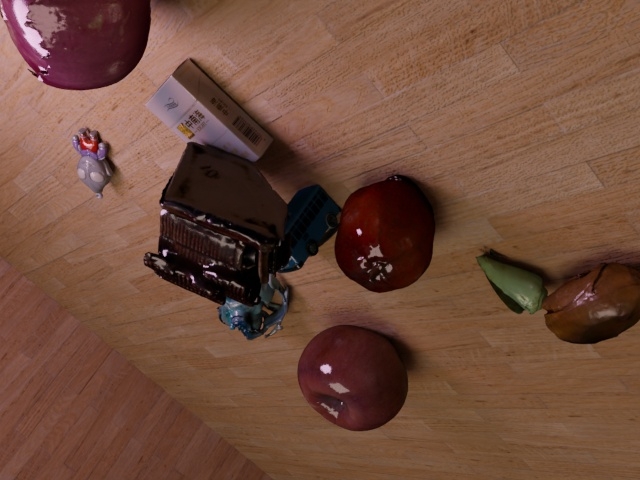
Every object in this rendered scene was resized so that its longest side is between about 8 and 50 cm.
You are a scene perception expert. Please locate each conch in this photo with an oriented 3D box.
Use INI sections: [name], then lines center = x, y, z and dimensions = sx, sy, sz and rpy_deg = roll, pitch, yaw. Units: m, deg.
[conch]
center = 0.381, 0.089, 1.427
dimensions = 0.170, 0.079, 0.106
rpy_deg = 38, 145, 21

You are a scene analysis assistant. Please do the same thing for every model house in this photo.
[model house]
center = -0.198, 0.005, 1.451
dimensions = 0.317, 0.297, 0.283
rpy_deg = 20, 123, 10

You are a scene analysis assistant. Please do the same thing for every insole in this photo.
[insole]
center = 0.000, 0.000, 1.628
dimensions = 0.003, 0.080, 0.232
rpy_deg = 43, 155, -6

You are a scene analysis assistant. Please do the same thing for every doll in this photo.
[doll]
center = -0.600, -0.199, 1.882
dimensions = 0.102, 0.075, 0.228
rpy_deg = 17, 134, 7

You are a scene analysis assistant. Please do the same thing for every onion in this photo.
[onion]
center = -0.401, -0.441, 1.190
dimensions = 0.358, 0.345, 0.359
rpy_deg = 25, 134, 29

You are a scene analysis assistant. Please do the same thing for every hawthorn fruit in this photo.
[hawthorn fruit]
center = 0.127, 0.004, 1.381
dimensions = 0.215, 0.250, 0.215
rpy_deg = 5, 126, 6

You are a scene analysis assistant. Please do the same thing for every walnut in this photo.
[walnut]
center = 0.501, 0.117, 1.295
dimensions = 0.137, 0.137, 0.245
rpy_deg = 33, 149, -2

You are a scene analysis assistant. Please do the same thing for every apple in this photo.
[apple]
center = 0.092, 0.359, 1.891
dimensions = 0.305, 0.235, 0.306
rpy_deg = 21, 144, 17

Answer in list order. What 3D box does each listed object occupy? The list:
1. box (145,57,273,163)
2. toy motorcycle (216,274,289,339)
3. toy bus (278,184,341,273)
[box]
center = -0.235, -0.249, 1.494
dimensions = 0.243, 0.067, 0.155
rpy_deg = 41, 145, -16
[toy motorcycle]
center = -0.190, 0.171, 1.981
dimensions = 0.206, 0.154, 0.260
rpy_deg = 6, 142, -2
[toy bus]
center = -0.047, -0.025, 1.529
dimensions = 0.090, 0.185, 0.106
rpy_deg = -12, 125, 48
